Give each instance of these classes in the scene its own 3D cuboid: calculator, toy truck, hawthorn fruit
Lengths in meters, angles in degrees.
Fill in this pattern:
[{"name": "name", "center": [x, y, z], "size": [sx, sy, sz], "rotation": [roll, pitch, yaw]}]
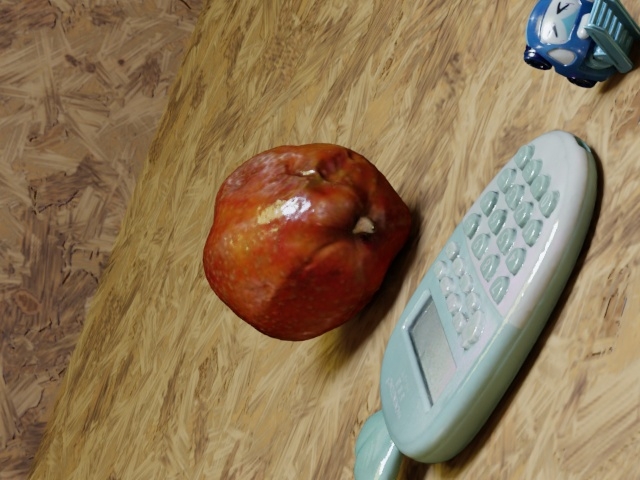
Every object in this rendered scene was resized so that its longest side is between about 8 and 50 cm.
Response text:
[{"name": "calculator", "center": [0.106, 0.055, 1.372], "size": [0.295, 0.042, 0.184], "rotation": [-59, 17, 18]}, {"name": "toy truck", "center": [0.184, -0.142, 1.327], "size": [0.056, 0.073, 0.090], "rotation": [-70, 15, -11]}, {"name": "hawthorn fruit", "center": [-0.007, -0.001, 1.650], "size": [0.179, 0.173, 0.173], "rotation": [-27, 35, 26]}]
